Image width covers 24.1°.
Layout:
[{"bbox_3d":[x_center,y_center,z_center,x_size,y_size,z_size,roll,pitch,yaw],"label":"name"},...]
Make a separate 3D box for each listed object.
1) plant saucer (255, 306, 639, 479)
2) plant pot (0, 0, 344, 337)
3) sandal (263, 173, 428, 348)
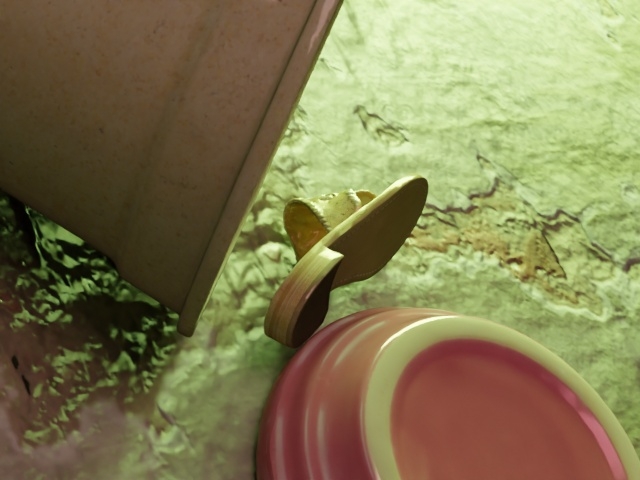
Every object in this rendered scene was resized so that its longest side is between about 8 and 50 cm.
[{"bbox_3d":[0.117,0.179,1.065,0.332,0.084,0.332,20,46,-23],"label":"plant saucer"},{"bbox_3d":[-0.156,-0.149,0.996,0.305,0.334,0.334,24,43,-2],"label":"plant pot"},{"bbox_3d":[0.002,-0.005,1.136,0.079,0.088,0.240,26,34,15],"label":"sandal"}]
